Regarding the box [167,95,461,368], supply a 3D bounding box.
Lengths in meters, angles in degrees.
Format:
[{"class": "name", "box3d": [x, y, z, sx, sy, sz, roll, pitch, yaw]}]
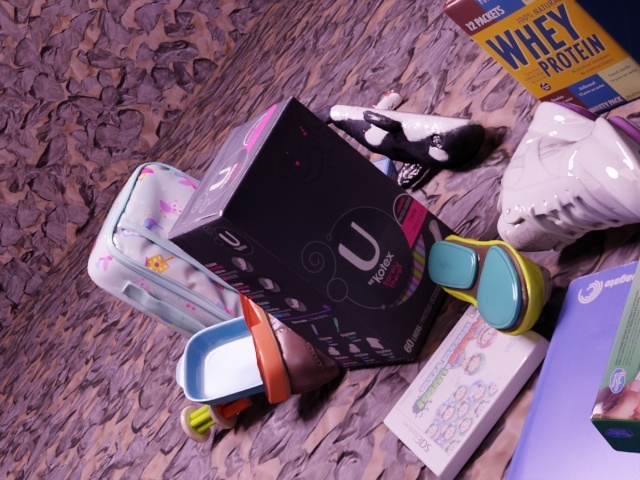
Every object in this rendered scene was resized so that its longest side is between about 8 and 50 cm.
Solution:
[{"class": "box", "box3d": [0.000, 0.000, 1.187, 0.143, 0.270, 0.165, -18, 39, 58]}]

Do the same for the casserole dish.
[{"class": "casserole dish", "box3d": [-0.095, 0.152, 1.386, 0.188, 0.037, 0.114, -18, 47, 14]}]

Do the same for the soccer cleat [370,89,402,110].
[{"class": "soccer cleat", "box3d": [0.100, -0.205, 1.679, 0.083, 0.029, 0.036, -25, 42, 58]}]

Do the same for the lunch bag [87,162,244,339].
[{"class": "lunch bag", "box3d": [-0.173, 0.031, 1.520, 0.108, 0.279, 0.224, -50, 17, 38]}]

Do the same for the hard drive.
[{"class": "hard drive", "box3d": [0.225, 0.145, 0.785, 0.210, 0.040, 0.319, -24, 34, 53]}]

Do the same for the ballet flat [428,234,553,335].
[{"class": "ballet flat", "box3d": [0.175, 0.037, 1.029, 0.231, 0.077, 0.077, -145, 64, -73]}]

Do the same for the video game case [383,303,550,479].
[{"class": "video game case", "box3d": [0.135, 0.138, 1.026, 0.157, 0.019, 0.143, -53, 20, -2]}]

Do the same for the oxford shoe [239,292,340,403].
[{"class": "oxford shoe", "box3d": [-0.046, 0.081, 1.344, 0.098, 0.097, 0.271, -13, 50, -7]}]

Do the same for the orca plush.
[{"class": "orca plush", "box3d": [0.091, -0.118, 1.409, 0.287, 0.151, 0.102, 11, 100, 35]}]

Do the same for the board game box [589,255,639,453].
[{"class": "board game box", "box3d": [0.324, 0.001, 0.722, 0.213, 0.046, 0.317, -3, 49, 42]}]

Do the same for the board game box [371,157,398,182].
[{"class": "board game box", "box3d": [-0.004, -0.029, 1.474, 0.211, 0.039, 0.160, -13, 36, 22]}]

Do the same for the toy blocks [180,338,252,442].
[{"class": "toy blocks", "box3d": [-0.111, 0.188, 1.430, 0.148, 0.054, 0.123, -34, 30, 26]}]

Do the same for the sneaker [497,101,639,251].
[{"class": "sneaker", "box3d": [0.243, -0.038, 0.984, 0.152, 0.114, 0.305, -57, 10, 6]}]

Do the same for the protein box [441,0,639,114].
[{"class": "protein box", "box3d": [0.273, -0.273, 1.154, 0.136, 0.201, 0.200, -22, 35, 55]}]
